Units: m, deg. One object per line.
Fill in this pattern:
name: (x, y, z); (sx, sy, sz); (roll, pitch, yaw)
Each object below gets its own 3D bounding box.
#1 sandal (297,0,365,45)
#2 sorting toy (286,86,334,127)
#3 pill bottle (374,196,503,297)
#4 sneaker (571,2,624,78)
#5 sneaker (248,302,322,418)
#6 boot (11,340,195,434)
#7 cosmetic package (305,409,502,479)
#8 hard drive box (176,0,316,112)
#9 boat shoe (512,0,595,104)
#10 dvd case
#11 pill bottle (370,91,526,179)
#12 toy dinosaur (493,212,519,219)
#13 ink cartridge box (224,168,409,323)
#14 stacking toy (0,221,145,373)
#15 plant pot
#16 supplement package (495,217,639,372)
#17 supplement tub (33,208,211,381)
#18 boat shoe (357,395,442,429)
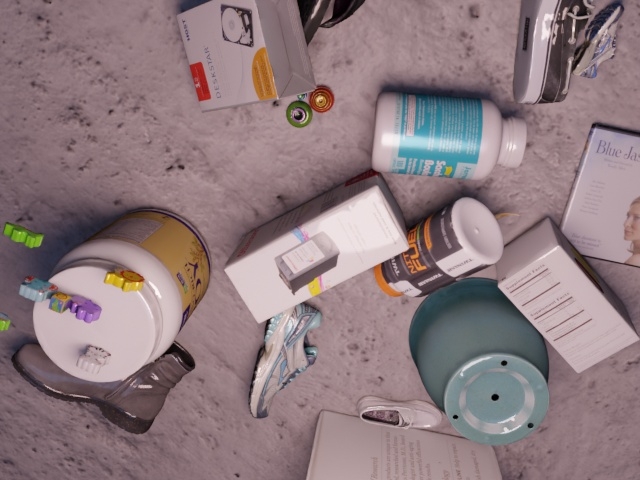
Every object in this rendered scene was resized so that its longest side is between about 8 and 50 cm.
sandal: (0.057, -0.494, 1.049); (0.107, 0.167, 0.446); (20, 108, -20)
sorting toy: (-0.024, -0.255, 1.182); (0.102, 0.042, 0.061); (-32, 102, 13)
pill bottle: (0.207, 0.027, 1.166); (0.130, 0.130, 0.245); (45, 138, -9)
sneaker: (0.501, -0.352, 1.116); (0.058, 0.052, 0.135); (21, 115, -13)
sneaker: (-0.073, 0.257, 1.307); (0.122, 0.110, 0.283); (15, 107, -4)
boot: (-0.456, 0.248, 1.341); (0.338, 0.118, 0.223); (30, 104, -16)
cosmetic package: (0.148, 0.603, 1.280); (0.393, 0.327, 0.330); (10, 107, 2)
hard drive box: (-0.131, -0.326, 1.078); (0.232, 0.089, 0.181); (4, 113, 49)
boat shoe: (0.409, -0.384, 1.071); (0.104, 0.113, 0.306); (-1, 113, -4)
dvd case: (0.571, -0.082, 1.201); (0.180, 0.022, 0.253); (12, 107, 1)
pill bottle: (0.226, -0.186, 1.129); (0.264, 0.146, 0.146); (5, 107, 4)
toy dinosaur: (0.292, -0.020, 1.234); (0.092, 0.053, 0.183); (35, 114, -22)
ink cartridge box: (0.000, 0.000, 1.162); (0.306, 0.226, 0.131); (-28, 102, 13)
stacking toy: (-0.400, 0.088, 0.965); (0.221, 0.052, 0.167); (25, 105, -1)
plant pot: (0.311, 0.240, 1.196); (0.271, 0.255, 0.272); (1, 106, 4)
supplement package: (0.461, 0.103, 1.191); (0.134, 0.139, 0.244); (-39, 103, 24)
supplement tub: (-0.351, 0.090, 1.159); (0.240, 0.331, 0.241); (1, 107, 4)
boat shoe: (0.171, 0.377, 1.346); (0.184, 0.063, 0.066); (14, 107, 0)
